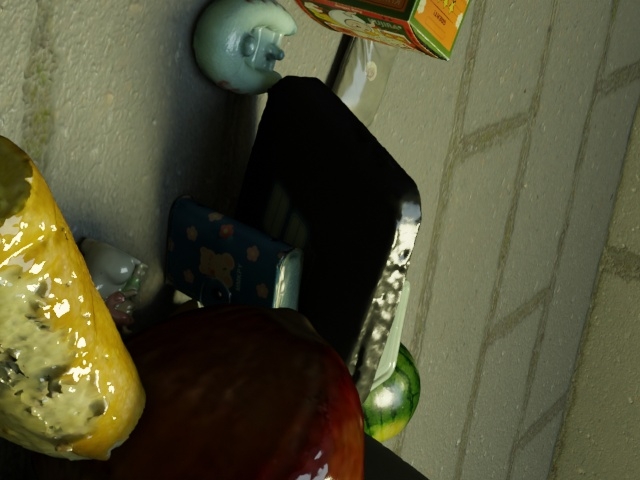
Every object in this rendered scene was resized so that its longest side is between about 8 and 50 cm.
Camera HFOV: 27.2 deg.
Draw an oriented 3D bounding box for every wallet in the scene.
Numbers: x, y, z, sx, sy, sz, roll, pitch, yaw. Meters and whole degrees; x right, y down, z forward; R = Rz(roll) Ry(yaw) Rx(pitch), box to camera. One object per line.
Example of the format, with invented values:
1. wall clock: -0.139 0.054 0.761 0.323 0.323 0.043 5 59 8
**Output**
1. wallet: -0.115 0.039 1.732 0.059 0.202 0.141 -26 131 -46

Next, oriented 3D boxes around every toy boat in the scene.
1. toy boat: -0.086 -0.255 1.735 0.207 0.078 0.134 6 105 -65

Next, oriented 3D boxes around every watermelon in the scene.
1. watermelon: 0.114 0.275 2.436 0.204 0.127 0.232 -28 127 -49

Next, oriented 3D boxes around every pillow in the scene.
1. pillow: 0.085 -0.293 2.060 0.169 0.059 0.255 12 96 -67

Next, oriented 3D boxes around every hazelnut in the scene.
1. hazelnut: -0.127 0.263 1.558 0.353 0.421 0.421 49 58 -23

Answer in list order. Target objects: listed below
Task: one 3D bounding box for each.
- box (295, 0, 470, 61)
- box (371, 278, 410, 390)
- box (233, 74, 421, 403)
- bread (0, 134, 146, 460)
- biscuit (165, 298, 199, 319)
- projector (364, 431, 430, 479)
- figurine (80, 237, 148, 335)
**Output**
1. box: 0.092 -0.359 1.867 0.177 0.194 0.148 26 84 -65
2. box: -0.001 0.146 2.074 0.294 0.167 0.193 -25 131 -56
3. box: 0.000 0.000 1.744 0.091 0.350 0.359 -5 128 -29
4. bread: -0.321 0.063 1.316 0.165 0.236 0.375 -51 149 -30
5. biscuit: -0.177 0.212 1.856 0.213 0.091 0.274 -52 148 -17
6. projector: 0.022 0.528 2.059 0.395 0.405 0.242 -45 147 -21
7. figurine: -0.268 0.079 1.586 0.081 0.098 0.146 61 51 -73
